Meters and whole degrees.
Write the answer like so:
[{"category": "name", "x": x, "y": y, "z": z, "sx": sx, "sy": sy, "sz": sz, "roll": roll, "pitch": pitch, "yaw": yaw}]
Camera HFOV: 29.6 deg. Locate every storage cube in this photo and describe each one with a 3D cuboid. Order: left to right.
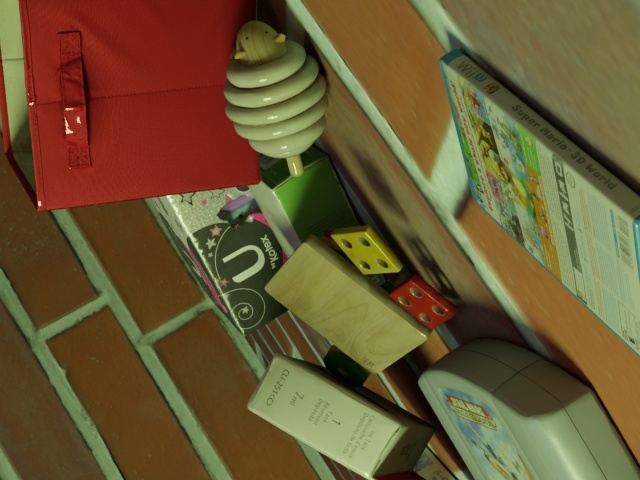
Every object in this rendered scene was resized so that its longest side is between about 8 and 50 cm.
[{"category": "storage cube", "x": -0.172, "y": -0.147, "z": 1.043, "sx": 0.215, "sy": 0.193, "sz": 0.183, "roll": -139, "pitch": 44, "yaw": -62}]

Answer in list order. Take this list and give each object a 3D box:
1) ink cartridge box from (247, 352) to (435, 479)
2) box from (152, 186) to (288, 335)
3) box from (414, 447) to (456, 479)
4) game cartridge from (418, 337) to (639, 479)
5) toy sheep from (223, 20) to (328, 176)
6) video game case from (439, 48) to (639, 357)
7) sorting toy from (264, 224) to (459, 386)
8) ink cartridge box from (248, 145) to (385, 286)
[{"category": "ink cartridge box", "x": 0.081, "y": 0.213, "z": 1.228, "sx": 0.261, "sy": 0.066, "sz": 0.296, "roll": 29, "pitch": 178, "yaw": 14}, {"category": "box", "x": -0.102, "y": -0.050, "z": 1.297, "sx": 0.247, "sy": 0.142, "sz": 0.163, "roll": 63, "pitch": 170, "yaw": -25}, {"category": "box", "x": 0.146, "y": 0.356, "z": 1.429, "sx": 0.203, "sy": 0.103, "sz": 0.114, "roll": 44, "pitch": 163, "yaw": 56}, {"category": "game cartridge", "x": 0.164, "y": 0.169, "z": 0.925, "sx": 0.198, "sy": 0.062, "sz": 0.297, "roll": 55, "pitch": 171, "yaw": -4}, {"category": "toy sheep", "x": -0.034, "y": -0.111, "z": 0.953, "sx": 0.091, "sy": 0.091, "sz": 0.132, "roll": 41, "pitch": 157, "yaw": 60}, {"category": "video game case", "x": 0.124, "y": -0.019, "z": 0.649, "sx": 0.166, "sy": 0.015, "sz": 0.119, "roll": 49, "pitch": 167, "yaw": 43}, {"category": "sorting toy", "x": 0.033, "y": 0.045, "z": 1.063, "sx": 0.132, "sy": 0.046, "sz": 0.274, "roll": 38, "pitch": 154, "yaw": -2}, {"category": "ink cartridge box", "x": 0.000, "y": 0.000, "z": 1.180, "sx": 0.109, "sy": 0.062, "sz": 0.209, "roll": 41, "pitch": 161, "yaw": 58}]
